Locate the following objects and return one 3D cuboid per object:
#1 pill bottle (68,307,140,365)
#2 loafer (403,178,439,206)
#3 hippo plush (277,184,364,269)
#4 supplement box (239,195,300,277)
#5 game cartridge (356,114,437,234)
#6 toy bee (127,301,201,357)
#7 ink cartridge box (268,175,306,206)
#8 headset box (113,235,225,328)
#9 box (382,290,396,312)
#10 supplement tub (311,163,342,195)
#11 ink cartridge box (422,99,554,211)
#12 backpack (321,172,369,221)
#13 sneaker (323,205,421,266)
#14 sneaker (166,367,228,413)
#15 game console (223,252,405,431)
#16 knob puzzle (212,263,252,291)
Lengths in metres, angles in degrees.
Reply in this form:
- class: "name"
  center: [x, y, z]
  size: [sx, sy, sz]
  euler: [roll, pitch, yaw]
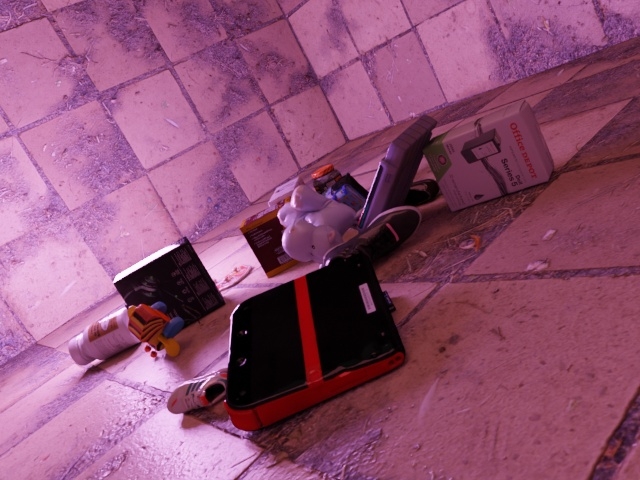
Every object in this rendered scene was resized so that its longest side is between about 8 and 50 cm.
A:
- class: "pill bottle"
  center: [-0.731, 0.333, 1.943]
  size: [0.229, 0.131, 0.131]
  euler: [-27, 14, 7]
- class: "loafer"
  center: [0.264, -0.138, 1.809]
  size: [0.220, 0.080, 0.078]
  euler: [-20, 15, 30]
- class: "hippo plush"
  center: [0.000, 0.000, 1.693]
  size: [0.294, 0.234, 0.236]
  euler: [14, 41, 0]
- class: "supplement box"
  center: [-0.137, -0.014, 1.905]
  size: [0.191, 0.194, 0.129]
  euler: [-27, 13, 5]
- class: "game cartridge"
  center: [0.203, -0.158, 1.592]
  size: [0.230, 0.068, 0.355]
  euler: [-38, -26, -44]
- class: "toy bee"
  center: [-0.465, 0.274, 1.655]
  size: [0.195, 0.298, 0.162]
  euler: [36, 91, 38]
- class: "ink cartridge box"
  center: [-0.086, -0.108, 2.131]
  size: [0.117, 0.201, 0.278]
  euler: [-26, 14, 9]
- class: "headset box"
  center: [-0.496, 0.166, 1.853]
  size: [0.283, 0.246, 0.131]
  euler: [-32, 15, -9]
- class: "box"
  center: [0.120, 0.140, 1.208]
  size: [0.067, 0.018, 0.083]
  euler: [-27, 14, 4]
- class: "supplement tub"
  center: [0.048, -0.192, 2.199]
  size: [0.117, 0.190, 0.117]
  euler: [-27, 13, 7]
- class: "ink cartridge box"
  center: [0.442, -0.218, 1.503]
  size: [0.273, 0.198, 0.115]
  euler: [-19, 16, 35]
- class: "backpack"
  center: [0.080, -0.123, 1.979]
  size: [0.173, 0.158, 0.116]
  euler: [-36, 27, 27]
- class: "sneaker"
  center: [0.135, 0.021, 1.458]
  size: [0.296, 0.104, 0.147]
  euler: [-31, 14, 14]
- class: "sneaker"
  center: [-0.255, 0.324, 1.194]
  size: [0.161, 0.057, 0.075]
  euler: [-25, 8, 3]
- class: "game console"
  center: [-0.027, 0.185, 1.136]
  size: [0.342, 0.060, 0.386]
  euler: [-22, 27, 4]
- class: "knob puzzle"
  center: [-0.339, 0.138, 2.101]
  size: [0.213, 0.030, 0.213]
  euler: [-26, 14, 7]
